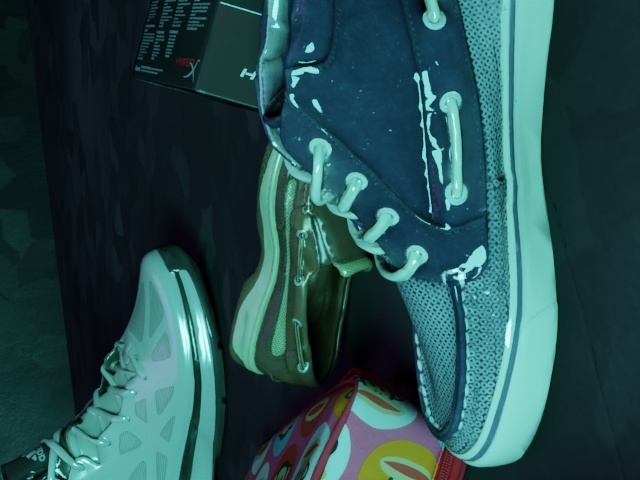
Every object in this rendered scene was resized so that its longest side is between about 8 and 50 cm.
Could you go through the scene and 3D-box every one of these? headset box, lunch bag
[{"bbox_3d":[-0.027,-0.236,0.864,0.218,0.110,0.293,-155,80,-68],"label":"headset box"},{"bbox_3d":[-0.006,0.216,0.894,0.258,0.120,0.293,-68,8,-24],"label":"lunch bag"}]

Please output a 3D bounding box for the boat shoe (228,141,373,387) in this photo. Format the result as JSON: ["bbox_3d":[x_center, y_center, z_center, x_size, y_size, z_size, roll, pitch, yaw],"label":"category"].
[{"bbox_3d":[0.005,-0.001,0.984,0.095,0.095,0.257,25,116,29],"label":"boat shoe"}]

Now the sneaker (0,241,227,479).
[{"bbox_3d":[-0.258,0.227,1.506,0.169,0.258,0.447,-140,48,-65],"label":"sneaker"}]

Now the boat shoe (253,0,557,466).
[{"bbox_3d":[0.042,-0.029,0.718,0.127,0.158,0.340,-161,68,-70],"label":"boat shoe"}]

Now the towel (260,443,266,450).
[{"bbox_3d":[-0.017,0.230,1.166,0.237,0.021,0.102,137,125,-66],"label":"towel"}]
